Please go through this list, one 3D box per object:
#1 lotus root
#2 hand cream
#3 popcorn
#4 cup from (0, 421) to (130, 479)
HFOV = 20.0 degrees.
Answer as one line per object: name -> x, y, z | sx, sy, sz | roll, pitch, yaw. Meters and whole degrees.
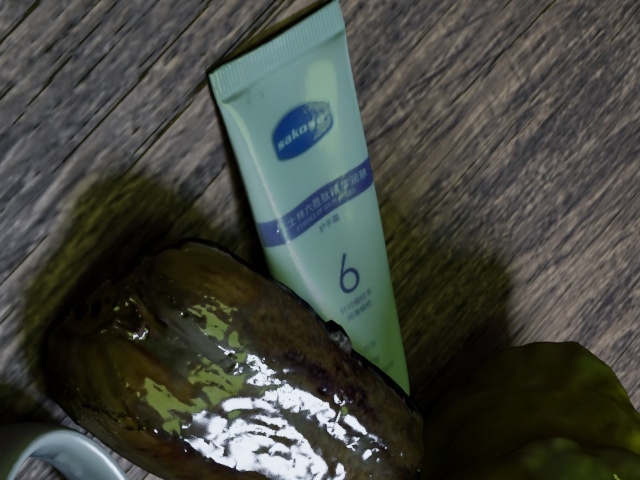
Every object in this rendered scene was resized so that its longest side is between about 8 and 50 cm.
lotus root -> -0.035, 0.128, 1.186 | 0.167, 0.078, 0.329 | -41, 133, 15
hand cream -> 0.000, 0.000, 1.230 | 0.109, 0.067, 0.320 | -33, 127, -28
popcorn -> 0.166, 0.272, 1.378 | 0.293, 0.292, 0.334 | -15, 131, -51
cup -> -0.163, 0.290, 1.108 | 0.327, 0.237, 0.322 | 47, 46, -49
